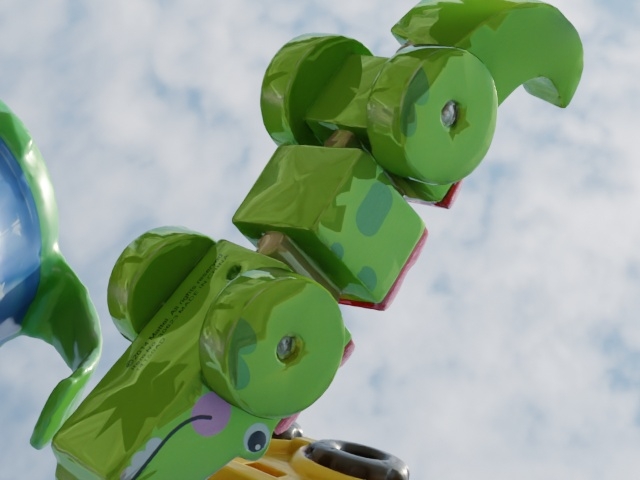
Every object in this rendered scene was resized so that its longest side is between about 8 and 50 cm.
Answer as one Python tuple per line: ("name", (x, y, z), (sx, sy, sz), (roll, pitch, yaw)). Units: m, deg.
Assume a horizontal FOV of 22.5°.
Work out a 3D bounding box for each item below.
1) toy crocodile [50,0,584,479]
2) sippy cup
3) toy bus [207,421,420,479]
("toy crocodile", (0.000, 0.000, 0.769), (0.115, 0.105, 0.340), (14, -119, 51))
("sippy cup", (-0.299, 0.021, 0.969), (0.305, 0.240, 0.224), (-5, -157, 11))
("toy bus", (-0.061, 0.207, 1.126), (0.220, 0.211, 0.149), (17, -85, 35))
